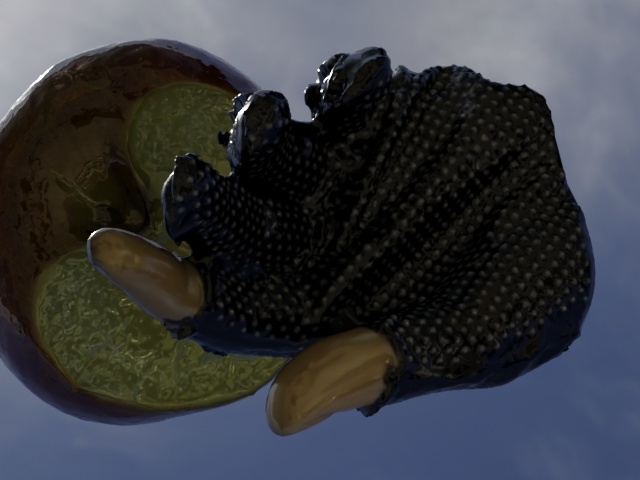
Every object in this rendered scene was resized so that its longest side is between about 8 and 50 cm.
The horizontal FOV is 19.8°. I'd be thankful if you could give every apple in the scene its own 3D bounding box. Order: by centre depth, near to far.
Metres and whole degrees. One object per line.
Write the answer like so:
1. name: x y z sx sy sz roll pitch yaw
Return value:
1. apple: -0.094 -0.004 0.932 0.160 0.173 0.195 22 -93 47

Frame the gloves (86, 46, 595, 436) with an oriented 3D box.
1. gloves: -0.001 -0.002 0.650 0.181 0.129 0.106 -2 -178 -24
